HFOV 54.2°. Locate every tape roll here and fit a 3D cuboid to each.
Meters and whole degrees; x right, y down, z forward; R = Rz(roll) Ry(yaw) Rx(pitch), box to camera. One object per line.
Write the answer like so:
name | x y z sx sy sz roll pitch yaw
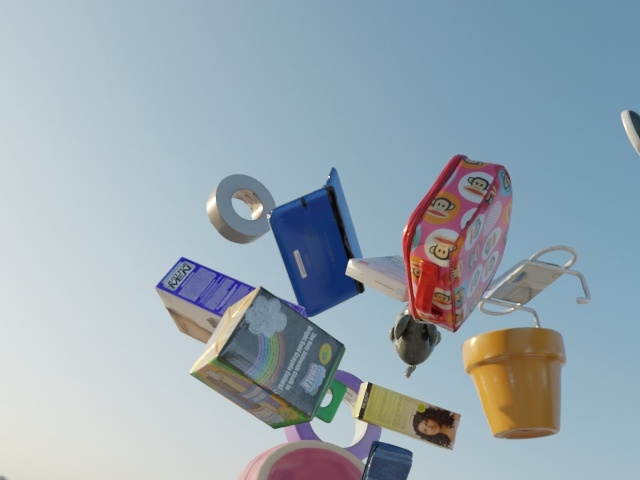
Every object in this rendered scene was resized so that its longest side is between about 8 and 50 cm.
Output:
tape roll | -0.251 -0.101 2.002 0.219 0.219 0.072 27 -37 -23
tape roll | 0.036 0.514 1.796 0.275 0.275 0.090 20 -38 -11

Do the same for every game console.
game console | 0.000 0.000 1.564 0.173 0.250 0.293 31 -38 64

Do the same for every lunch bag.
lunch bag | 0.233 0.026 1.094 0.120 0.258 0.293 21 -31 27

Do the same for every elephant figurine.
elephant figurine | 0.283 0.251 1.876 0.169 0.186 0.239 -25 -37 -18

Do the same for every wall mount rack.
wall mount rack | 0.482 0.143 1.568 0.304 0.130 0.350 11 -37 -16

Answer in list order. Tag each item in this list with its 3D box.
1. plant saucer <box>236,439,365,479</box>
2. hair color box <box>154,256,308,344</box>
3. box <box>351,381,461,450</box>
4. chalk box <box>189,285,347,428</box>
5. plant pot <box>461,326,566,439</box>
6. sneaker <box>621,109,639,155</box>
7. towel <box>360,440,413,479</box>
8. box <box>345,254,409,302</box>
plant saucer | -0.009 0.515 1.221 0.332 0.332 0.084 14 -60 1
hair color box | -0.184 0.178 1.379 0.339 0.110 0.185 21 -34 27
box | 0.195 0.398 1.420 0.232 0.087 0.058 19 -19 -4
chalk box | -0.060 0.193 0.940 0.213 0.132 0.132 38 -34 -12
plant pot | 0.400 0.296 1.264 0.205 0.188 0.205 -1 -26 -1
sneaker | 0.813 -0.203 1.401 0.104 0.295 0.147 -11 -23 -50
towel | 0.086 0.348 0.882 0.067 0.119 0.029 20 -6 -16
box | 0.165 0.075 1.294 0.145 0.038 0.186 25 16 34
